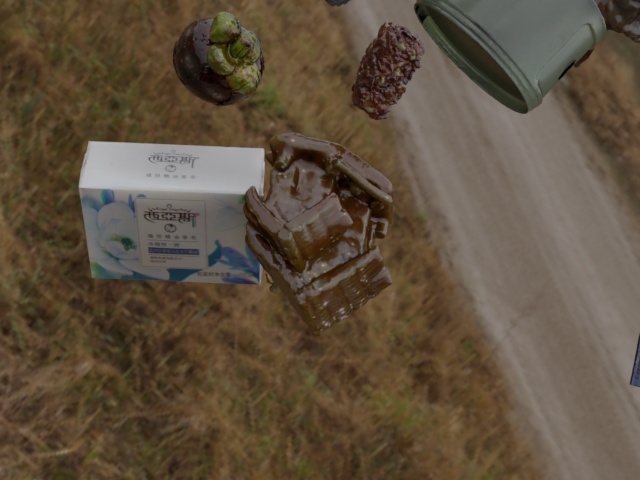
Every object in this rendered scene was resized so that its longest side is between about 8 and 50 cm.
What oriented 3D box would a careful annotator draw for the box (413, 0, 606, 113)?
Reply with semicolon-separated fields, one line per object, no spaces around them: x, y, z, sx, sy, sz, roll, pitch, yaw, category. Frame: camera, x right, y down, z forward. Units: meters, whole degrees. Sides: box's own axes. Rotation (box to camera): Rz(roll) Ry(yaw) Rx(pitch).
0.258;-0.303;1.486;0.226;0.149;0.226;44;1;-1;box

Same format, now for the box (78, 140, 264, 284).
-0.223;-0.040;1.673;0.274;0.203;0.116;3;44;-2;box

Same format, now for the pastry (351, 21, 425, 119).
0.134;-0.355;2.257;0.097;0.208;0.115;15;30;-28;pastry

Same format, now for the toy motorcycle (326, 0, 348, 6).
0.091;-0.393;1.445;0.212;0.118;0.084;-30;65;-19;toy motorcycle

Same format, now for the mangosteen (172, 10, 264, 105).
-0.172;-0.322;1.913;0.166;0.180;0.166;3;83;-28;mangosteen

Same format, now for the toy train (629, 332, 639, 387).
0.388;0.135;1.298;0.017;0.083;0.017;11;-6;20;toy train

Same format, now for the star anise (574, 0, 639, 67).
0.434;-0.413;1.655;0.315;0.315;0.108;34;42;-20;star anise

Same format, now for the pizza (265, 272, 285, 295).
-0.053;0.003;1.851;0.188;0.062;0.199;-12;74;-48;pizza

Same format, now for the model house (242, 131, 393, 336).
0.000;-0.002;1.546;0.219;0.199;0.229;6;62;3;model house
